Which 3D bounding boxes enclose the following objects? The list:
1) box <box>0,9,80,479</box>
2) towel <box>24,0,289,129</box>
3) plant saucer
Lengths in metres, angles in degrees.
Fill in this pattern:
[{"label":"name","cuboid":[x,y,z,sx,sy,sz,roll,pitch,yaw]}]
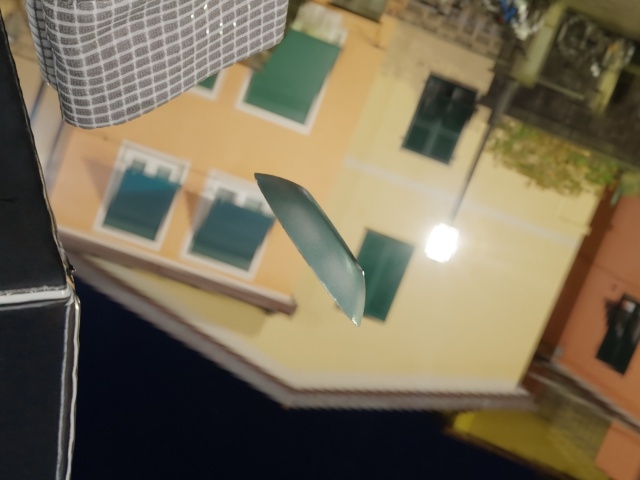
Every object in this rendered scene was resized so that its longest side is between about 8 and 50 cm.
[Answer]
[{"label":"box","cuboid":[-0.448,0.000,0.841,0.479,0.297,0.472,-4,-137,-20]},{"label":"towel","cuboid":[-0.150,-0.246,1.225,0.121,0.283,0.235,57,163,21]},{"label":"plant saucer","cuboid":[0.000,0.000,1.267,0.195,0.037,0.195,56,-177,-5]}]
